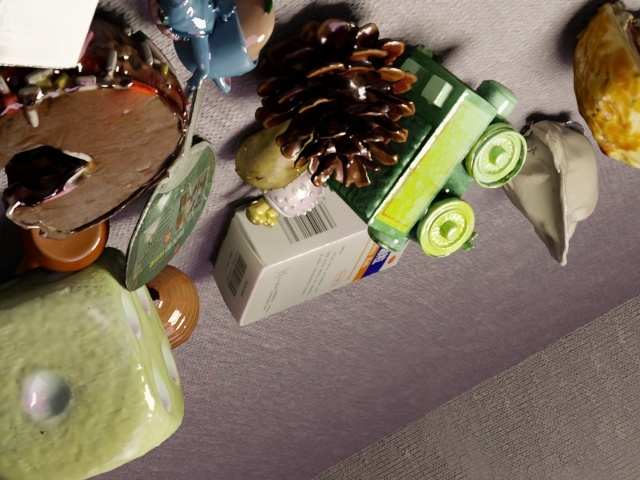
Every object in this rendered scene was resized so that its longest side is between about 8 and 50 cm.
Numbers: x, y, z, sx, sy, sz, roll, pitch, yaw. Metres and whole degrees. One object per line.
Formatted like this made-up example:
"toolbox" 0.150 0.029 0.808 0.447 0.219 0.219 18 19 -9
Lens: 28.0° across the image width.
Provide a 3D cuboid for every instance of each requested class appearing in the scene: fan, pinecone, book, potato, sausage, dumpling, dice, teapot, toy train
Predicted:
"fan" -0.171 -0.071 1.635 0.294 0.012 0.223 -66 168 12
"pinecone" 0.021 -0.158 1.523 0.208 0.207 0.207 -23 159 -9
"book" -0.241 -0.258 1.071 0.170 0.018 0.241 -3 124 -46
"potato" -0.049 -0.119 1.688 0.138 0.070 0.091 -35 140 16
"sausage" -0.154 0.023 1.985 0.015 0.015 0.100 -18 158 -22
"dumpling" 0.398 -0.086 2.121 0.163 0.204 0.293 -34 152 -13
"dice" -0.335 0.165 1.672 0.255 0.251 0.250 -19 -171 1
"teapot" -0.314 -0.019 1.587 0.173 0.116 0.116 -47 162 -10
"toy train" 0.141 -0.109 1.696 0.188 0.159 0.271 27 105 -42

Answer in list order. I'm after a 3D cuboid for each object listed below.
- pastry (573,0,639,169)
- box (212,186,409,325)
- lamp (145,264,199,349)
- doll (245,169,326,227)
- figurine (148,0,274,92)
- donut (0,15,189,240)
"pastry" 0.446 -0.203 1.833 0.237 0.255 0.170 13 145 -42
"box" 0.000 0.000 1.966 0.300 0.106 0.200 -20 158 -25
"lamp" -0.245 0.100 1.892 0.136 0.136 0.136 -23 159 -9
"doll" -0.015 -0.092 1.784 0.207 0.081 0.129 -37 155 23
"figurine" -0.104 -0.238 1.310 0.145 0.114 0.178 -33 150 13
"donut" -0.276 -0.129 1.316 0.259 0.136 0.345 -35 159 17
